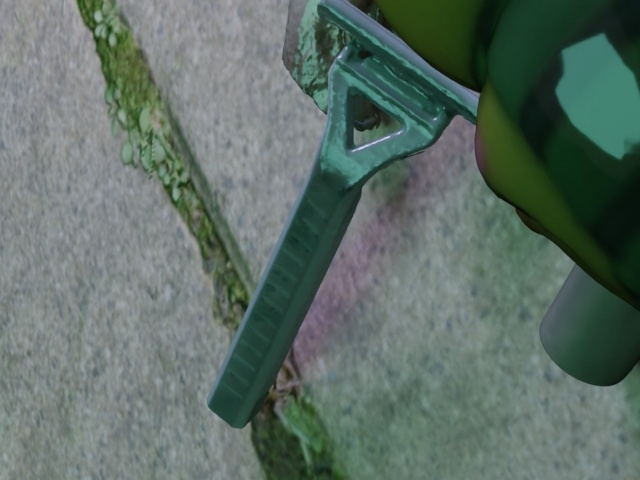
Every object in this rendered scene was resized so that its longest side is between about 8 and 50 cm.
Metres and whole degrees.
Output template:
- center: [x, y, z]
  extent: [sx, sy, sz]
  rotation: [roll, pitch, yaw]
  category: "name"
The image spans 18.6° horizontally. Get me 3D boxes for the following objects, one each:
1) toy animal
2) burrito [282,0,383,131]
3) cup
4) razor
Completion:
- center: [0.121, -0.122, 0.804]
  extent: [0.191, 0.216, 0.338]
  rotation: [-37, 59, 15]
  category: "toy animal"
- center: [0.009, -0.134, 1.052]
  extent: [0.055, 0.041, 0.149]
  rotation: [5, 97, 37]
  category: "burrito"
- center: [0.135, 0.016, 0.903]
  extent: [0.075, 0.054, 0.083]
  rotation: [55, 133, 31]
  category: "cup"
- center: [-0.006, 0.005, 1.051]
  extent: [0.111, 0.056, 0.278]
  rotation: [37, 128, 12]
  category: "razor"
